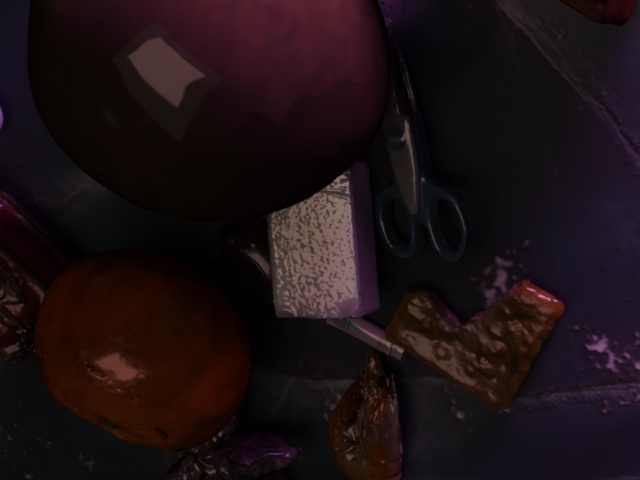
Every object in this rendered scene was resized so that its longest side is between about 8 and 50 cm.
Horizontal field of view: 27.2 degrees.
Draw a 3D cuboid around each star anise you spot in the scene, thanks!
[{"bbox_3d":[-0.129,0.303,1.794,0.257,0.110,0.198,9,117,33],"label":"star anise"}]

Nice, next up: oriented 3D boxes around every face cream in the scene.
[{"bbox_3d":[0.057,0.113,1.647,0.115,0.020,0.038,27,125,17],"label":"face cream"}]

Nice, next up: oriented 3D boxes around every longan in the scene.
[{"bbox_3d":[-0.120,-0.190,1.384,0.404,0.404,0.336,11,100,25],"label":"longan"}]

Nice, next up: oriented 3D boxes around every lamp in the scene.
[{"bbox_3d":[-0.443,0.042,1.811,0.274,0.177,0.177,45,127,6],"label":"lamp"}]

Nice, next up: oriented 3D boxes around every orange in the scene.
[{"bbox_3d":[-0.222,0.138,1.676,0.283,0.226,0.284,26,159,11],"label":"orange"}]

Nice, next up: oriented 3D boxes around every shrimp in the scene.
[{"bbox_3d":[0.056,0.234,1.691,0.115,0.051,0.217,16,123,25],"label":"shrimp"}]

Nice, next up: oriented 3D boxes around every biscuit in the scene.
[{"bbox_3d":[0.176,0.098,1.560,0.183,0.039,0.174,29,126,14],"label":"biscuit"}]

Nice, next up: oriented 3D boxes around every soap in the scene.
[{"bbox_3d":[0.000,0.000,1.571,0.121,0.064,0.183,0,99,28],"label":"soap"}]

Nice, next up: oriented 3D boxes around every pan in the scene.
[{"bbox_3d":[-0.058,0.033,1.654,0.202,0.048,0.128,-15,108,35],"label":"pan"}]

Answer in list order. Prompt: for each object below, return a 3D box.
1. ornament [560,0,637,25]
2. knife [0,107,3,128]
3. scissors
[{"bbox_3d":[0.209,-0.338,1.236,0.217,0.235,0.221,23,98,22],"label":"ornament"},{"bbox_3d":[-0.559,-0.246,1.816,0.331,0.044,0.080,39,134,15],"label":"knife"},{"bbox_3d":[0.096,-0.111,1.498,0.138,0.041,0.289,5,113,48],"label":"scissors"}]
